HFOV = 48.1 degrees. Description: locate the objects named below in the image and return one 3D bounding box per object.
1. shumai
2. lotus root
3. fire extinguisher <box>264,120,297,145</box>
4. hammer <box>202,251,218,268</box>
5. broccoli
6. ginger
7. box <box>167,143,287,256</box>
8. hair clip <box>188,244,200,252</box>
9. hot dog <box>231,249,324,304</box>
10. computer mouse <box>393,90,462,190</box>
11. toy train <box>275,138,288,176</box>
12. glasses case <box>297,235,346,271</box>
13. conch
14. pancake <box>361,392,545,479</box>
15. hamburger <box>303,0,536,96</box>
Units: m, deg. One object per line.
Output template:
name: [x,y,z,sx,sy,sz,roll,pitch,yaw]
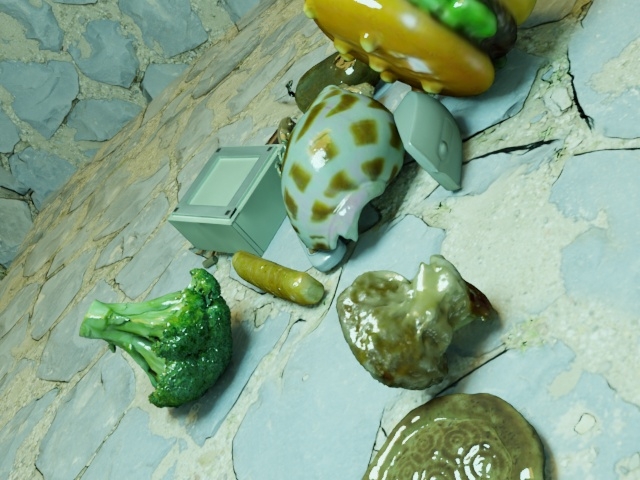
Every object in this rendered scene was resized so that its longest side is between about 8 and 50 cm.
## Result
shumai: [0.121,0.088,0.905,0.153,0.161,0.209,-40,10,22]
lotus root: [0.042,-0.359,1.639,0.241,0.123,0.124,-23,-2,39]
fire extinguisher: [-0.118,-0.234,1.807,0.157,0.045,0.078,-55,0,-12]
hammer: [-0.246,0.021,1.682,0.035,0.019,0.110,-29,27,31]
broccoli: [-0.288,0.178,1.279,0.269,0.269,0.254,-42,15,10]
ginger: [0.018,-0.249,1.576,0.258,0.065,0.149,-22,71,29]
box: [-0.185,-0.097,1.582,0.225,0.117,0.225,5,56,42]
hair clip: [-0.232,-0.067,1.730,0.140,0.054,0.220,-6,47,47]
hot dog: [-0.086,0.067,1.315,0.061,0.088,0.286,-59,26,-10]
computer mouse: [0.186,-0.177,1.195,0.079,0.128,0.231,-42,28,24]
toy train: [-0.028,-0.154,1.478,0.080,0.125,0.194,-28,29,21]
glasses case: [0.000,0.000,1.315,0.067,0.045,0.178,-41,28,6]
conch: [0.032,-0.152,1.296,0.249,0.197,0.368,-36,17,23]
pancake: [0.133,0.269,0.782,0.250,0.031,0.250,-36,29,23]
hamburger: [0.177,-0.405,1.241,0.277,0.395,0.396,-63,26,6]
